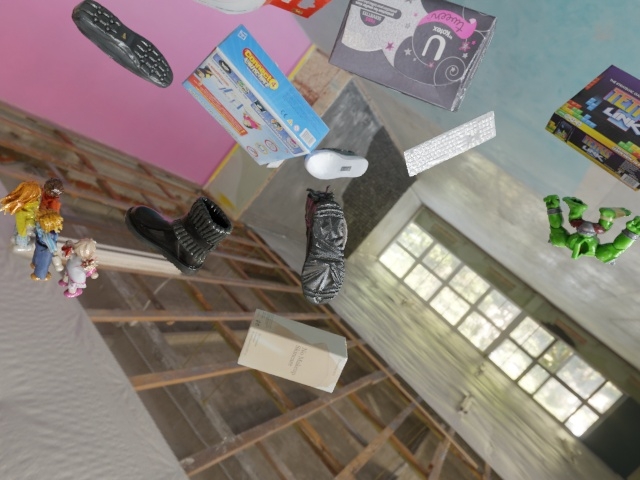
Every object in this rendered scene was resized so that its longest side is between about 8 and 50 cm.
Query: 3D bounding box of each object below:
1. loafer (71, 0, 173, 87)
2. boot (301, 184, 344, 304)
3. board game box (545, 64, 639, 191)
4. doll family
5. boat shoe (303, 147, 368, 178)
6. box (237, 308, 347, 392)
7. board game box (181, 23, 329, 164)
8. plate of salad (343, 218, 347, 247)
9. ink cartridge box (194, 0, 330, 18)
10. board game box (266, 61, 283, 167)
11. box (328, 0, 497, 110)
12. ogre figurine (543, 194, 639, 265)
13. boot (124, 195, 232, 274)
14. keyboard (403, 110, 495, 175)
[{"bbox_3d":[-0.423,-0.417,0.918,0.078,0.076,0.223,4,157,42],"label":"loafer"},{"bbox_3d":[-0.001,0.000,0.477,0.045,0.121,0.099,3,-167,-8],"label":"boot"},{"bbox_3d":[0.476,-0.180,0.664,0.170,0.141,0.048,47,171,23],"label":"board game box"},{"bbox_3d":[-0.525,-0.015,0.797,0.119,0.163,0.263,-11,-126,-50],"label":"doll family"},{"bbox_3d":[0.033,-0.219,1.144,0.229,0.080,0.076,-9,-136,-42],"label":"boat shoe"},{"bbox_3d":[-0.084,0.345,1.332,0.312,0.147,0.121,18,-163,-5],"label":"box"},{"bbox_3d":[-0.174,-0.342,1.077,0.308,0.086,0.302,46,161,-26],"label":"board game box"},{"bbox_3d":[0.016,-0.011,1.443,0.048,0.199,0.200,12,-157,-36],"label":"plate of salad"},{"bbox_3d":[-0.115,-0.416,0.721,0.233,0.066,0.189,16,-168,-22],"label":"ink cartridge box"},{"bbox_3d":[-0.170,-0.436,1.482,0.053,0.193,0.304,-9,-106,-36],"label":"board game box"},{"bbox_3d":[0.168,-0.356,0.775,0.248,0.163,0.142,26,-157,11],"label":"box"},{"bbox_3d":[0.578,-0.023,0.920,0.197,0.118,0.097,16,-152,24],"label":"ogre figurine"},{"bbox_3d":[-0.498,-0.069,1.492,0.348,0.260,0.131,38,-152,-4],"label":"boot"},{"bbox_3d":[0.332,-0.247,1.079,0.014,0.256,0.072,-124,10,-62],"label":"keyboard"}]
